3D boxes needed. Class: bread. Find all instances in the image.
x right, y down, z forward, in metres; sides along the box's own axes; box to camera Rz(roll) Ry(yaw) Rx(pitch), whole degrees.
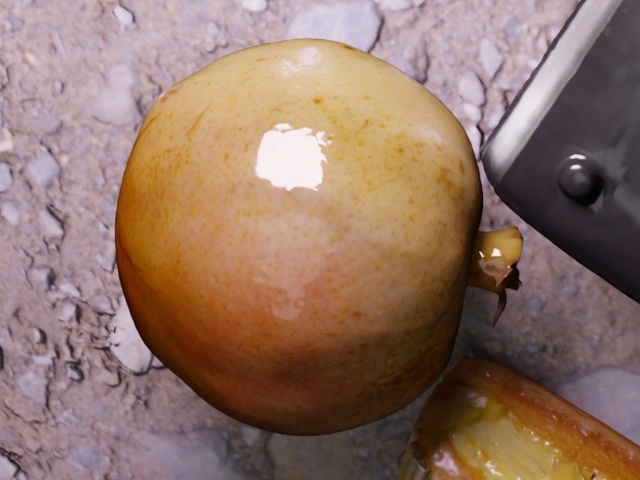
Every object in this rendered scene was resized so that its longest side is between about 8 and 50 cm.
[{"bbox_3d":[0.199,0.223,1.487,0.288,0.152,0.119,34,136,6],"label":"bread"}]

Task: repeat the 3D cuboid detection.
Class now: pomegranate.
[{"bbox_3d":[0.000,0.000,1.402,0.319,0.319,0.319,7,111,18],"label":"pomegranate"}]

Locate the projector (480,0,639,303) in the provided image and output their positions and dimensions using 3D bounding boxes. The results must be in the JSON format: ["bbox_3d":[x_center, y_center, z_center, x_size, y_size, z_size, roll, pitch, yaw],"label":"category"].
[{"bbox_3d":[0.381,-0.102,1.248,0.405,0.242,0.395,34,116,4],"label":"projector"}]
